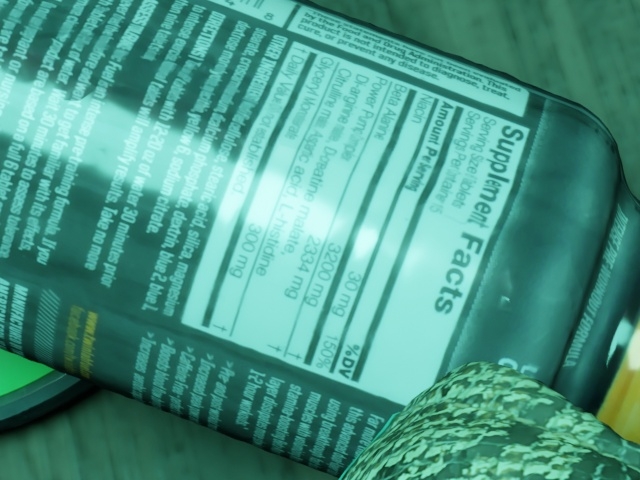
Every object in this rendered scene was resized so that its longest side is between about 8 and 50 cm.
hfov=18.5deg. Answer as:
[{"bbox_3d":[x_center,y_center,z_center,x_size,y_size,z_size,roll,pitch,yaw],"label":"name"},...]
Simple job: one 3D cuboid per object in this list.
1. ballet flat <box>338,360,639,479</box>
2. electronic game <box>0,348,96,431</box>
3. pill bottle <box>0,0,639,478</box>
[{"bbox_3d":[0.223,0.142,0.448,0.483,0.164,0.182,21,55,8],"label":"ballet flat"},{"bbox_3d":[-0.132,-0.040,0.698,0.229,0.048,0.229,-5,70,14],"label":"electronic game"},{"bbox_3d":[0.000,0.000,0.581,0.246,0.130,0.130,21,77,2],"label":"pill bottle"}]
